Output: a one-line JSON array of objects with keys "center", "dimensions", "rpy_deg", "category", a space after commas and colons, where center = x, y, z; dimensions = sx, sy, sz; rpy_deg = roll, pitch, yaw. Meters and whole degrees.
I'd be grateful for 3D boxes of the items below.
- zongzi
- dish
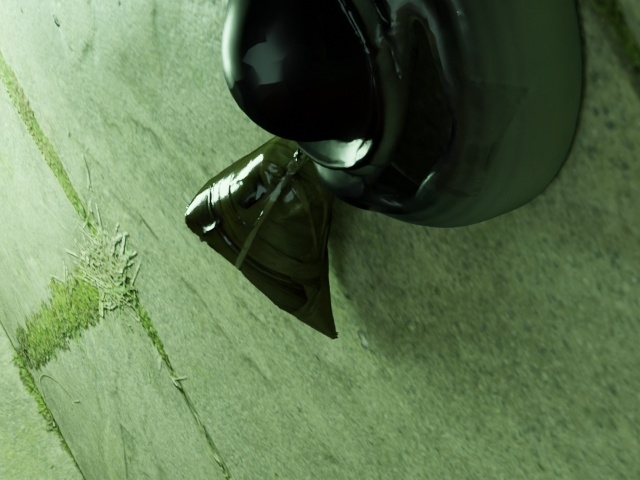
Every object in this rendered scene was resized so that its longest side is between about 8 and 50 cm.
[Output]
[{"center": [0.000, 0.000, 0.839], "dimensions": [0.178, 0.081, 0.189], "rpy_deg": [48, 146, -12], "category": "zongzi"}, {"center": [0.008, -0.113, 0.629], "dimensions": [0.273, 0.134, 0.273], "rpy_deg": [42, 148, 34], "category": "dish"}]
